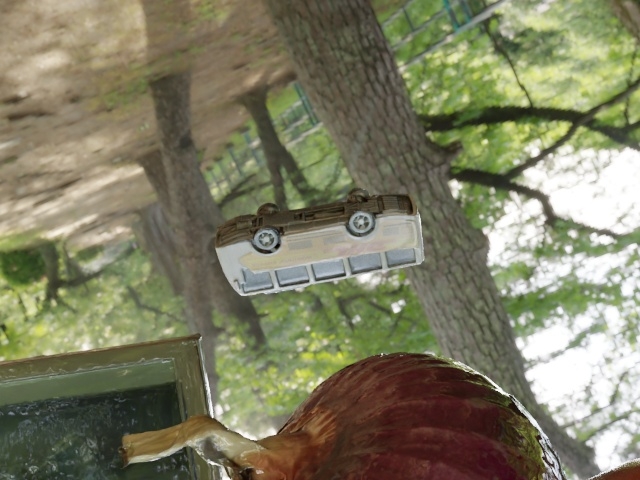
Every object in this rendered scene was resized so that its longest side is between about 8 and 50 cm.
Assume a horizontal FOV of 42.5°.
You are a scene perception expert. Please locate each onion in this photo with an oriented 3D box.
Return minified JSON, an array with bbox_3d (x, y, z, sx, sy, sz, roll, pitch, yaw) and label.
[{"bbox_3d":[0.063,0.199,0.587,0.230,0.272,0.256,-44,-135,-5],"label":"onion"}]

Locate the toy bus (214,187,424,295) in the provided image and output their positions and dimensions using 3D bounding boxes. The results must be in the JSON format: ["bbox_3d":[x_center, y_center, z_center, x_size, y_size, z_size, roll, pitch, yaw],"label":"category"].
[{"bbox_3d":[0.000,0.000,1.397,0.343,0.138,0.097,-11,-150,4],"label":"toy bus"}]

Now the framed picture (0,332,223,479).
[{"bbox_3d":[-0.330,0.294,0.938,0.446,0.326,0.028,-9,-175,2],"label":"framed picture"}]

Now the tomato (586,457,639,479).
[{"bbox_3d":[0.356,0.325,0.838,0.260,0.259,0.180,-23,-154,22],"label":"tomato"}]
